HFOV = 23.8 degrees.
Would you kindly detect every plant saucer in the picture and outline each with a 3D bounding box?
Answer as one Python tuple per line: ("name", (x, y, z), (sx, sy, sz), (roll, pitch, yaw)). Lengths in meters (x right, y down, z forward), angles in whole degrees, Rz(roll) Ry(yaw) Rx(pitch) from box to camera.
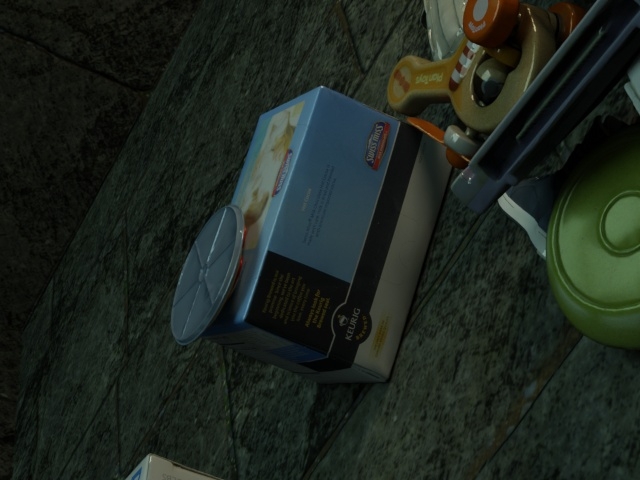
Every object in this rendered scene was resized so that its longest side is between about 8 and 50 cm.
("plant saucer", (0.309, -0.014, 1.486), (0.241, 0.037, 0.241), (-21, 60, 41))

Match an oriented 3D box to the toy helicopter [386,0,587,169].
("toy helicopter", (0.186, -0.191, 1.957), (0.355, 0.140, 0.235), (2, 81, 63))

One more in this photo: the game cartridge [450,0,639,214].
("game cartridge", (0.283, -0.190, 1.518), (0.230, 0.068, 0.355), (-35, -14, -45))

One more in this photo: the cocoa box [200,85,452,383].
("cocoa box", (0.000, 0.000, 2.101), (0.231, 0.228, 0.347), (-16, 54, 65))

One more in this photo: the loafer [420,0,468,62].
("loafer", (0.185, -0.347, 2.180), (0.111, 0.112, 0.319), (-44, 30, 30))

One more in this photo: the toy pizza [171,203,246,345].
("toy pizza", (-0.143, 0.048, 2.030), (0.201, 0.032, 0.201), (-50, 27, 37))

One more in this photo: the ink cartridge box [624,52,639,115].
("ink cartridge box", (0.454, -0.198, 1.248), (0.395, 0.166, 0.285), (-57, 21, 26))

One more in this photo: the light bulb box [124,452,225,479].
("light bulb box", (-0.127, 0.463, 1.735), (0.361, 0.358, 0.225), (-47, 30, 41))

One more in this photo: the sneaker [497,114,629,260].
("sneaker", (0.281, -0.068, 1.671), (0.163, 0.086, 0.226), (-60, 19, 12))
